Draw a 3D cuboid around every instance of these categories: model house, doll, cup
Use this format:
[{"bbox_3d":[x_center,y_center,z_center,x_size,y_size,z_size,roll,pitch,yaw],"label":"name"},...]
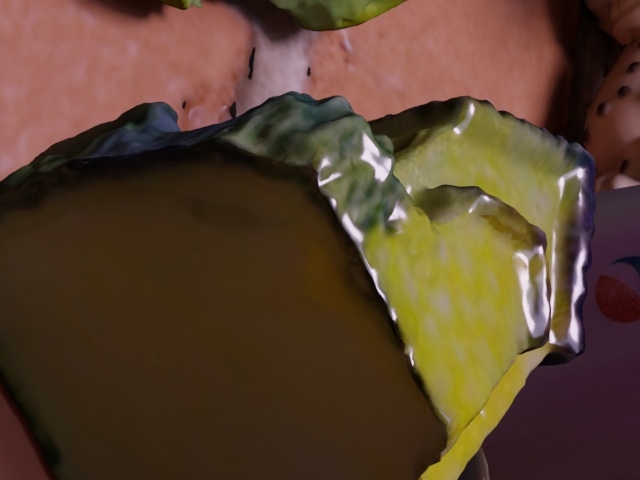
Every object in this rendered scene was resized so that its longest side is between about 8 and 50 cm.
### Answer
[{"bbox_3d":[0.000,0.000,0.677,0.211,0.194,0.170,-40,107,-49],"label":"model house"},{"bbox_3d":[0.214,-0.115,1.030,0.119,0.154,0.278,28,54,-9],"label":"doll"},{"bbox_3d":[0.210,0.044,0.848,0.203,0.288,0.203,23,59,-45],"label":"cup"}]

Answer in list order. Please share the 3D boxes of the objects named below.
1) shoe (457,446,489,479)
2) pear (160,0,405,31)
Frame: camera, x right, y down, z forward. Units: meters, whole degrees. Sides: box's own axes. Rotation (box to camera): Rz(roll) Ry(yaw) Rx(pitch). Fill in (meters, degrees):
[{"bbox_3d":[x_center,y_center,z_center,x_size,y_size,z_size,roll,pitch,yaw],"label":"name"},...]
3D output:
[{"bbox_3d":[0.026,0.211,0.721,0.098,0.103,0.275,58,42,-60],"label":"shoe"},{"bbox_3d":[0.046,-0.224,0.748,0.286,0.282,0.176,-3,72,-51],"label":"pear"}]
